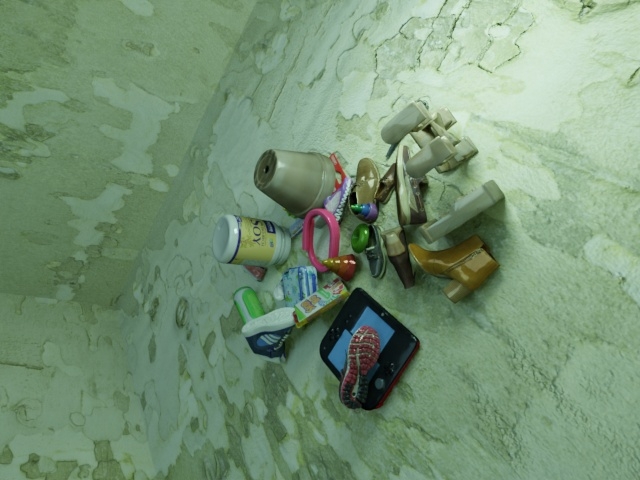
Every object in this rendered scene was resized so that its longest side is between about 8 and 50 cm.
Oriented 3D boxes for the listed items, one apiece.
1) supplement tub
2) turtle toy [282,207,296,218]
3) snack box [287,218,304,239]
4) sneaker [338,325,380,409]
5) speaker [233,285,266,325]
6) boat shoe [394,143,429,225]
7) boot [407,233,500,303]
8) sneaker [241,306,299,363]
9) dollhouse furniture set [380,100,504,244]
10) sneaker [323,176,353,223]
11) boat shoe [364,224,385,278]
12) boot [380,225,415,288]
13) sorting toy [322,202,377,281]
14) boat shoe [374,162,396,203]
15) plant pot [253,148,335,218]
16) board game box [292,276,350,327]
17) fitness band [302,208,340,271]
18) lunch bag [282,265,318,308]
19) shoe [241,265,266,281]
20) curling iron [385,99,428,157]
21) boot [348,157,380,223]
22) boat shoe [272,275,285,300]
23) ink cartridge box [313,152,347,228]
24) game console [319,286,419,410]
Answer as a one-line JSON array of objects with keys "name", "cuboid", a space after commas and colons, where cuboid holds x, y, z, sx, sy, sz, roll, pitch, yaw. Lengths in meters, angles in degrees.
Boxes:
[{"name": "supplement tub", "cuboid": [-0.340, 0.008, 2.186, 0.241, 0.332, 0.240, -15, 71, 53]}, {"name": "turtle toy", "cuboid": [-0.145, -0.164, 2.242, 0.066, 0.095, 0.130, -24, 59, 17]}, {"name": "snack box", "cuboid": [-0.119, -0.061, 2.219, 0.178, 0.022, 0.064, -39, 51, 33]}, {"name": "sneaker", "cuboid": [0.127, 0.456, 1.622, 0.112, 0.121, 0.298, 150, 141, -73]}, {"name": "speaker", "cuboid": [-0.349, 0.370, 2.249, 0.131, 0.131, 0.296, -55, 44, 20]}, {"name": "boat shoe", "cuboid": [0.352, -0.216, 1.692, 0.123, 0.123, 0.341, -2, 64, 3]}, {"name": "boot", "cuboid": [0.450, 0.049, 1.501, 0.211, 0.104, 0.295, -49, 48, 16]}, {"name": "sneaker", "cuboid": [-0.183, 0.449, 2.023, 0.323, 0.236, 0.130, -21, 23, 24]}, {"name": "dollhouse furniture set", "cuboid": [0.379, -0.229, 1.483, 0.257, 0.362, 0.394, -38, 81, 32]}, {"name": "sneaker", "cuboid": [0.069, -0.175, 1.939, 0.105, 0.095, 0.236, 27, 116, 13]}, {"name": "boat shoe", "cuboid": [0.212, 0.042, 1.774, 0.080, 0.074, 0.223, -16, 64, 47]}, {"name": "boot", "cuboid": [0.294, 0.059, 1.643, 0.090, 0.248, 0.206, -18, 97, 15]}, {"name": "sorting toy", "cuboid": [0.108, 0.001, 1.799, 0.127, 0.126, 0.365, -106, 33, -57]}, {"name": "boat shoe", "cuboid": [0.275, -0.238, 1.809, 0.064, 0.060, 0.177, 34, 102, 48]}, {"name": "plant pot", "cuboid": [-0.141, -0.283, 2.025, 0.323, 0.281, 0.322, -20, 63, 46]}, {"name": "board game box", "cuboid": [-0.007, 0.262, 1.864, 0.260, 0.039, 0.124, -35, 28, 4]}, {"name": "fitness band", "cuboid": [0.000, 0.000, 1.963, 0.209, 0.054, 0.290, 25, 120, 46]}, {"name": "lunch bag", "cuboid": [-0.087, 0.225, 2.015, 0.176, 0.090, 0.218, -13, 79, 44]}, {"name": "shoe", "cuboid": [-0.359, 0.147, 2.391, 0.178, 0.064, 0.081, 37, 104, 42]}, {"name": "curling iron", "cuboid": [0.350, -0.458, 1.820, 0.274, 0.035, 0.068, -54, 44, 21]}, {"name": "boot", "cuboid": [0.180, -0.229, 1.874, 0.112, 0.115, 0.304, -22, 60, 44]}, {"name": "boat shoe", "cuboid": [-0.179, 0.219, 2.109, 0.184, 0.066, 0.063, -65, -4, -64]}, {"name": "ink cartridge box", "cuboid": [0.009, -0.248, 2.108, 0.261, 0.066, 0.296, -47, 47, 28]}, {"name": "game console", "cuboid": [0.169, 0.414, 1.708, 0.387, 0.060, 0.341, 41, 108, 46]}]
